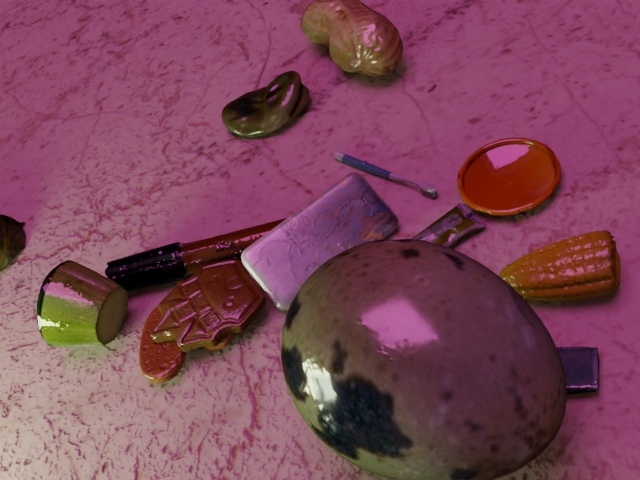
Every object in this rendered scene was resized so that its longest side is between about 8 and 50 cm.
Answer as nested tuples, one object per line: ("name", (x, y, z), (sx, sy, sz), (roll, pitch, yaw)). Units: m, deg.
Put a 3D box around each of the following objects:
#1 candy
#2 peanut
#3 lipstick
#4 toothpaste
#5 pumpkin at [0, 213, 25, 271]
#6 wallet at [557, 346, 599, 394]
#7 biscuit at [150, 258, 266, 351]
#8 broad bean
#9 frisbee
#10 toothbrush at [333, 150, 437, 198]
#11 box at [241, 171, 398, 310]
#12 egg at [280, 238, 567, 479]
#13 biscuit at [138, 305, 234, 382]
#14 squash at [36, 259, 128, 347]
("candy", (0.391, 0.052, 1.557), (0.198, 0.094, 0.106), (-13, 47, 22))
("peanut", (0.067, -0.465, 2.132), (0.153, 0.140, 0.325), (-52, 47, -2))
("lipstick", (-0.222, 0.027, 1.852), (0.418, 0.077, 0.077), (-14, 46, 11))
("toothpaste", (0.183, 0.017, 1.712), (0.248, 0.047, 0.078), (-34, 50, -12))
("pumpkin", (-0.799, -0.023, 2.128), (0.278, 0.111, 0.163), (3, 47, 27))
("wallet", (0.368, 0.205, 1.471), (0.129, 0.026, 0.088), (-7, 44, 19))
("biscuit", (-0.218, 0.124, 1.742), (0.215, 0.034, 0.182), (-30, 45, -10))
("broad bean", (-0.122, -0.299, 2.120), (0.206, 0.072, 0.153), (-25, 41, 17))
("frisbee", (0.352, -0.115, 1.760), (0.192, 0.035, 0.192), (-12, 47, 14))
("toothbrush", (0.127, -0.133, 1.888), (0.275, 0.025, 0.019), (25, 57, 40))
("box", (0.000, 0.000, 1.767), (0.285, 0.044, 0.142), (-37, 75, -12))
("egg", (0.146, 0.180, 1.372), (0.427, 0.345, 0.345), (25, 62, 23))
("biscuit", (-0.242, 0.178, 1.749), (0.192, 0.036, 0.186), (-13, 44, 9))
("squash", (-0.452, 0.132, 1.807), (0.122, 0.170, 0.170), (14, 56, 14))
